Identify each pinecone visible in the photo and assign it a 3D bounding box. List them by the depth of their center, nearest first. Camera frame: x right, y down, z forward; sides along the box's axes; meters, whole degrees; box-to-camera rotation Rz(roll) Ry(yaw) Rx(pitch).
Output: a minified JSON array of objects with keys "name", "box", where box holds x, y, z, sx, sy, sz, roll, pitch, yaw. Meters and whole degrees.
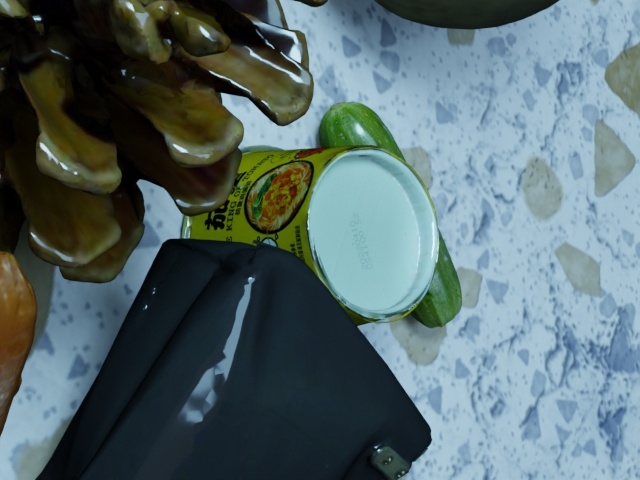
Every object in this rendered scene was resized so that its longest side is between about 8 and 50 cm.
[{"name":"pinecone","box":[-0.152,-0.148,0.759,0.384,0.384,0.384,7,80,-40]}]

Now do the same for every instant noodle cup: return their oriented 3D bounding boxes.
[{"name":"instant noodle cup","box":[0.000,0.000,1.008,0.182,0.144,0.182,6,80,-39]}]

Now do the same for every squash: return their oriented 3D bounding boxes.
[{"name":"squash","box":[0.066,-0.024,1.121,0.066,0.066,0.229,-41,112,-36]}]

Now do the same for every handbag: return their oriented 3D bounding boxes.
[{"name":"handbag","box":[-0.068,0.186,0.907,0.288,0.152,0.342,39,82,-37]}]

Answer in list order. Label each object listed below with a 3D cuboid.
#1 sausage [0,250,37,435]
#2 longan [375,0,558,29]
[{"name":"sausage","box":[-0.255,0.145,0.722,0.097,0.094,0.348,1,122,-49]},{"name":"longan","box":[0.145,-0.335,1.106,0.288,0.288,0.350,60,41,-17]}]
